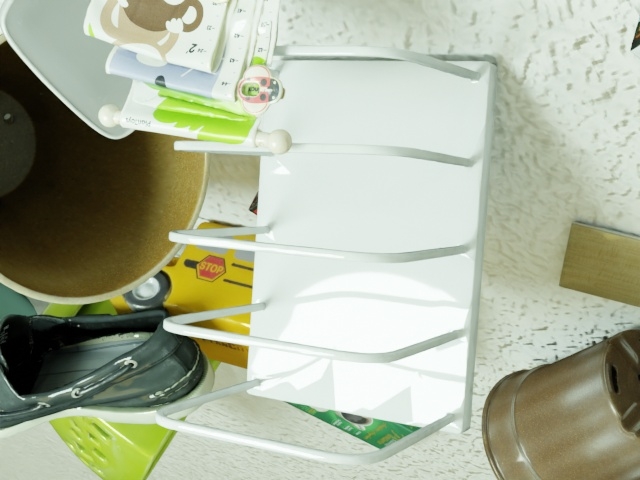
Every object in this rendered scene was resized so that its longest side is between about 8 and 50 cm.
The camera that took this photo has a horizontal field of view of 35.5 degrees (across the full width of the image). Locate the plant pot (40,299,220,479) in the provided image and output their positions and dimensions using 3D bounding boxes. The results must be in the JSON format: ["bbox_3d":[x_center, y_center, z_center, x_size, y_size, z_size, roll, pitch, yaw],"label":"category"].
[{"bbox_3d":[-0.244,0.150,1.227,0.207,0.228,0.227,33,149,1],"label":"plant pot"}]

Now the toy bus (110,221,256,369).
[{"bbox_3d":[-0.053,0.070,1.050,0.332,0.130,0.108,13,148,19],"label":"toy bus"}]

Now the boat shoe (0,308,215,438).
[{"bbox_3d":[-0.283,0.123,1.012,0.340,0.127,0.113,-2,132,18],"label":"boat shoe"}]

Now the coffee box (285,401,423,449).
[{"bbox_3d":[0.038,0.210,1.289,0.184,0.040,0.113,27,150,-4],"label":"coffee box"}]

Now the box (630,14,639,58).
[{"bbox_3d":[0.332,-0.099,0.606,0.233,0.044,0.159,33,149,-14],"label":"box"}]

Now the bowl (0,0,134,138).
[{"bbox_3d":[-0.165,-0.169,0.771,0.142,0.142,0.053,49,166,-33],"label":"bowl"}]

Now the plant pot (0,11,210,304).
[{"bbox_3d":[-0.267,-0.083,0.908,0.254,0.237,0.237,14,152,51],"label":"plant pot"}]

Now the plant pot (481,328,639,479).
[{"bbox_3d":[0.271,0.175,0.970,0.167,0.167,0.165,31,142,-11],"label":"plant pot"}]

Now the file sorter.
[{"bbox_3d":[0.000,0.000,0.722,0.193,0.278,0.173,6,-176,28],"label":"file sorter"}]

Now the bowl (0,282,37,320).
[{"bbox_3d":[-0.505,0.164,1.393,0.311,0.311,0.163,-3,161,38],"label":"bowl"}]

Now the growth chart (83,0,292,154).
[{"bbox_3d":[-0.090,-0.178,0.651,0.172,0.237,0.021,5,-173,26],"label":"growth chart"}]

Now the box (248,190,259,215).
[{"bbox_3d":[0.003,-0.035,0.950,0.094,0.027,0.137,34,148,-18],"label":"box"}]

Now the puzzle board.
[{"bbox_3d":[0.277,0.027,0.871,0.128,0.011,0.096,14,147,15],"label":"puzzle board"}]
